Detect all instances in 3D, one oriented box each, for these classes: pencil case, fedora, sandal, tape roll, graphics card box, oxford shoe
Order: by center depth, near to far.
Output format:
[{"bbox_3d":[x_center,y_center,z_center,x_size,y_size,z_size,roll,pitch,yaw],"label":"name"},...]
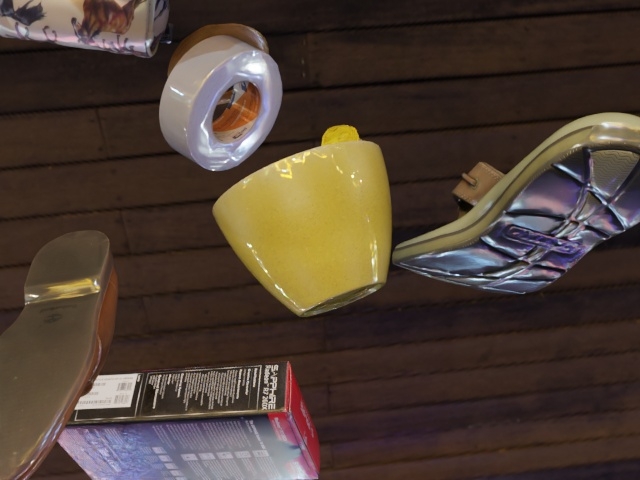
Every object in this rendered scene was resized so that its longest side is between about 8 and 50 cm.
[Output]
[{"bbox_3d":[-0.170,0.083,0.515,0.076,0.212,0.076,-3,125,8],"label":"oxford shoe"},{"bbox_3d":[0.166,-0.028,0.647,0.120,0.086,0.303,18,152,-18],"label":"sandal"},{"bbox_3d":[-0.202,0.292,1.222,0.371,0.094,0.232,-6,140,9],"label":"graphics card box"},{"bbox_3d":[-0.164,-0.230,1.337,0.219,0.072,0.219,-37,146,-31],"label":"tape roll"},{"bbox_3d":[-0.461,-0.421,1.353,0.410,0.183,0.160,8,130,0],"label":"pencil case"},{"bbox_3d":[-0.192,-0.334,1.438,0.194,0.079,0.194,-21,146,-15],"label":"fedora"}]

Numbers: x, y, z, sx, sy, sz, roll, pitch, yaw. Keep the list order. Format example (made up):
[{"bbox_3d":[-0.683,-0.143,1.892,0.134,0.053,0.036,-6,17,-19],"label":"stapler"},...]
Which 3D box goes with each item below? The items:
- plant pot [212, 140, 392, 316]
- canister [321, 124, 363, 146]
[{"bbox_3d":[0.000,0.000,0.582,0.134,0.095,0.134,-21,168,-4],"label":"plant pot"},{"bbox_3d":[0.070,-0.145,1.619,0.073,0.126,0.170,-4,162,27],"label":"canister"}]
